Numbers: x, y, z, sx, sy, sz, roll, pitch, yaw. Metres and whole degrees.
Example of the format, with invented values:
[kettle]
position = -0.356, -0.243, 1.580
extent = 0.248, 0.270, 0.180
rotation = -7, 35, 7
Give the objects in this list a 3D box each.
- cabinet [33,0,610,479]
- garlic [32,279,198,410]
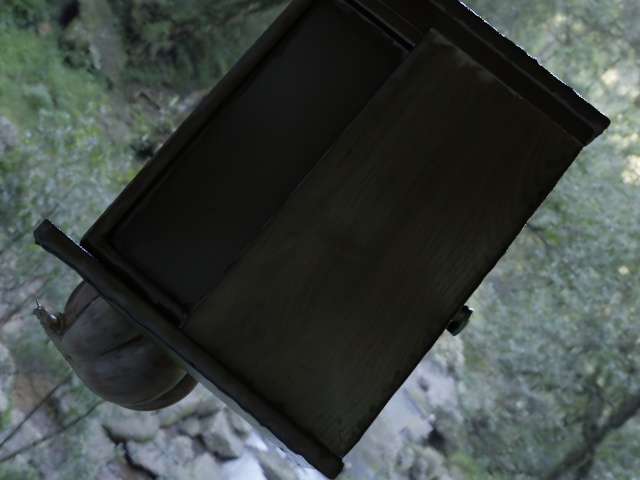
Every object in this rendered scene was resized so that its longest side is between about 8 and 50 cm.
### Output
[cabinet]
position = 0.000, 0.000, 0.441
extent = 0.148, 0.175, 0.215
rotation = 39, -12, 5
[garlic]
position = -0.131, 0.065, 0.798
extent = 0.127, 0.194, 0.131
rotation = 42, -25, 54
